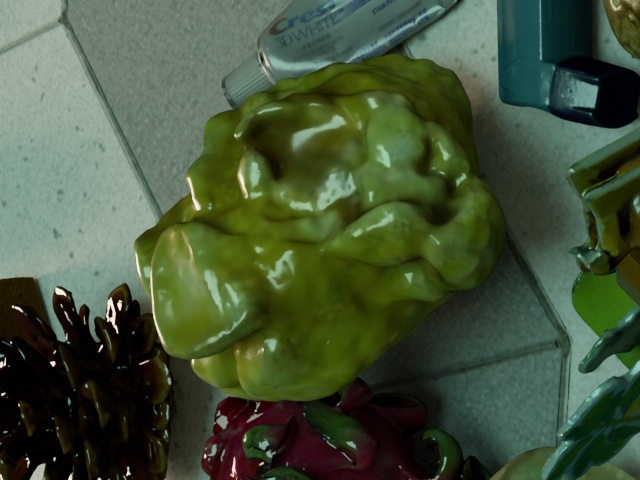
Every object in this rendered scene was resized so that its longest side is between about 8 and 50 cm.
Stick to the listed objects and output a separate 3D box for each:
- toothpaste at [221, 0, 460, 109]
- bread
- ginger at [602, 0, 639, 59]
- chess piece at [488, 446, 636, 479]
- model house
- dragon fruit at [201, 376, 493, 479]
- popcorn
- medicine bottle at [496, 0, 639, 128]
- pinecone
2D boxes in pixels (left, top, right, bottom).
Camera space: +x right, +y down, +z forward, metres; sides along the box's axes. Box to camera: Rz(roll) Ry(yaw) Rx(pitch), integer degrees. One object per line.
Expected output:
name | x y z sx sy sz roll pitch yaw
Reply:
toothpaste | 0.014 -0.210 1.784 0.282 0.068 0.099 -32 98 30
bread | -0.359 0.092 2.096 0.035 0.090 0.094 -33 71 42
ginger | 0.267 -0.331 1.471 0.166 0.236 0.376 -21 86 -3
chess piece | 0.119 0.387 1.613 0.442 0.234 0.234 -48 62 37
model house | 0.265 0.017 1.407 0.242 0.312 0.358 53 124 29
dragon fruit | 0.023 0.225 1.714 0.198 0.272 0.218 -105 29 -72
popcorn | 0.008 0.002 1.633 0.334 0.293 0.292 -46 56 22
medicine bottle | 0.210 -0.223 1.594 0.124 0.079 0.258 -4 88 45
pinecone | -0.271 0.178 1.911 0.264 0.264 0.264 2 93 41
